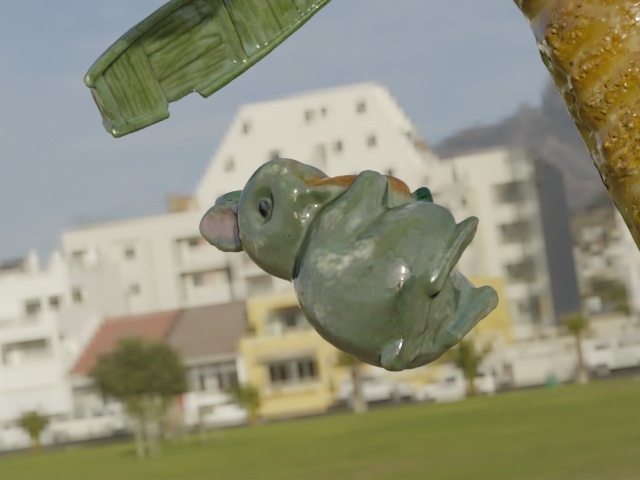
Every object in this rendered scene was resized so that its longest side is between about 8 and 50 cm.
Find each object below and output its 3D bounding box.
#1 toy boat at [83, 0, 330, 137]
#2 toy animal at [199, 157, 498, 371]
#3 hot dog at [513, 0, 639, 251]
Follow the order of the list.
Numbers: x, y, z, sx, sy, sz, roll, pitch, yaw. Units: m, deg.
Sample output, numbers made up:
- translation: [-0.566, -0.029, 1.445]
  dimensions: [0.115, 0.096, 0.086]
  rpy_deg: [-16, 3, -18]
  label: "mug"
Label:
- translation: [-0.096, -0.184, 1.670]
  dimensions: [0.293, 0.093, 0.055]
  rpy_deg: [-36, 23, -29]
  label: "toy boat"
- translation: [-0.002, 0.000, 1.368]
  dimensions: [0.251, 0.125, 0.127]
  rpy_deg: [23, 25, 33]
  label: "toy animal"
- translation: [0.118, -0.062, 0.625]
  dimensions: [0.083, 0.289, 0.068]
  rpy_deg: [-28, 1, -22]
  label: "hot dog"
